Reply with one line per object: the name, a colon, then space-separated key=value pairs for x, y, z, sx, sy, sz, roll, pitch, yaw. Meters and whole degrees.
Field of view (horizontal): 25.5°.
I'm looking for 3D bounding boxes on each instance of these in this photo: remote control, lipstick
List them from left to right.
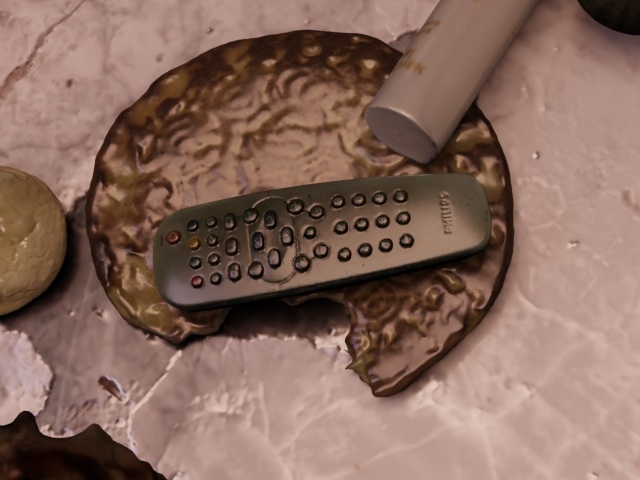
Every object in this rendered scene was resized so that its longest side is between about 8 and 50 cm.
remote control: x=0.000 y=0.000 z=0.916 sx=0.222 sy=0.042 sz=0.072 roll=-9 pitch=71 yaw=8
lipstick: x=0.119 y=-0.169 z=0.960 sx=0.059 sy=0.059 sz=0.264 roll=28 pitch=69 yaw=17

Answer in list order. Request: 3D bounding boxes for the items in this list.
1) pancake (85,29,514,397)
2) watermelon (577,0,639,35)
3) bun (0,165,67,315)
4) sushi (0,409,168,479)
pancake: x=-0.014 y=-0.018 z=0.964 sx=0.288 sy=0.033 sz=0.286 roll=-26 pitch=71 yaw=0
watermelon: x=0.213 y=-0.183 z=0.931 sx=0.105 sy=0.133 sz=0.105 roll=7 pitch=114 yaw=17
bun: x=-0.234 y=-0.003 z=0.972 sx=0.115 sy=0.069 sz=0.115 roll=-2 pitch=73 yaw=7
sushi: x=-0.136 y=0.288 z=0.705 sx=0.281 sy=0.299 sz=0.294 roll=-31 pitch=43 yaw=9
